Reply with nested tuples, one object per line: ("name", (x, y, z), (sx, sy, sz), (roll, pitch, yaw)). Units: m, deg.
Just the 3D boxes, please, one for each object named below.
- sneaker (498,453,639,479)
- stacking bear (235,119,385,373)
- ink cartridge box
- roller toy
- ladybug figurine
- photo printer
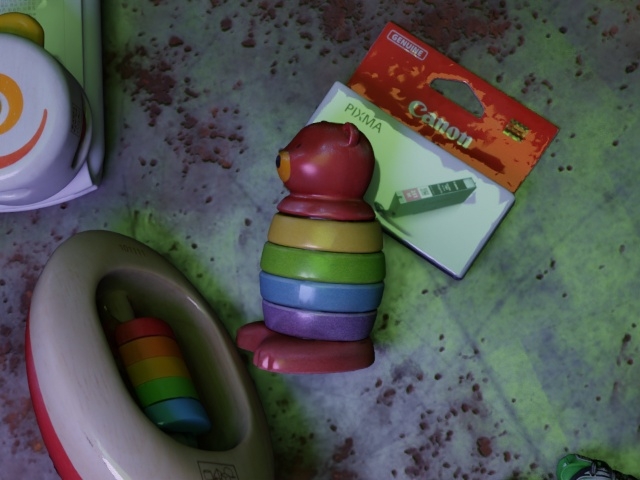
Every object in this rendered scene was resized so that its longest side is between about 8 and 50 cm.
("sneaker", (0.354, 0.316, 1.393), (0.343, 0.134, 0.146), (-12, 81, 4))
("stacking bear", (0.000, 0.000, 1.425), (0.164, 0.175, 0.289), (3, 97, -16))
("ink cartridge box", (0.130, -0.121, 1.511), (0.275, 0.060, 0.239), (34, 88, 9))
("roller toy", (-0.373, -0.145, 1.405), (0.209, 0.146, 0.191), (-41, 83, -2))
("ladybug figurine", (-0.212, 0.191, 1.381), (0.162, 0.305, 0.449), (-44, 51, 25))
("photo printer", (-0.408, -0.191, 1.542), (0.256, 0.107, 0.308), (-4, 83, 4))
